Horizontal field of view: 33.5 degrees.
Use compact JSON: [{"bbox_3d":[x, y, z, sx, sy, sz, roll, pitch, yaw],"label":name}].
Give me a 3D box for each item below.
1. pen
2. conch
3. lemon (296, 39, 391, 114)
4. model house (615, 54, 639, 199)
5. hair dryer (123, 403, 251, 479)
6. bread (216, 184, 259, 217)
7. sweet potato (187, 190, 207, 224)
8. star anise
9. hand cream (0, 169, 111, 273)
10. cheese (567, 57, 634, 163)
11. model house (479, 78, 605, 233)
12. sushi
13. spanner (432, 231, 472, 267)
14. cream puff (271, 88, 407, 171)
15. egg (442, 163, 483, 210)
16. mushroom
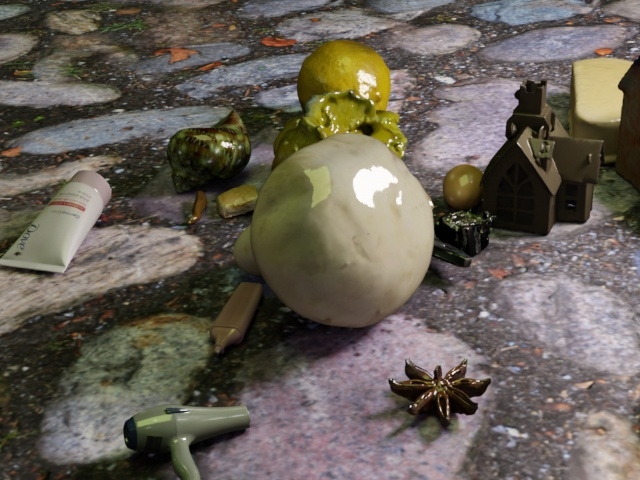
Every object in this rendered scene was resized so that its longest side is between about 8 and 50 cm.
[{"bbox_3d":[-0.131,0.122,1.642,0.053,0.032,0.197,4,27,13],"label":"pen"},{"bbox_3d":[-0.223,-0.173,2.110,0.181,0.124,0.187,-23,9,-15],"label":"conch"},{"bbox_3d":[0.050,-0.325,2.265,0.204,0.204,0.260,-10,29,-11],"label":"lemon"},{"bbox_3d":[0.681,-0.206,1.891,0.245,0.280,0.312,-8,30,-9],"label":"model house"},{"bbox_3d":[-0.140,0.272,1.355,0.167,0.067,0.199,-16,41,-33],"label":"hair dryer"},{"bbox_3d":[-0.154,-0.072,1.999,0.083,0.035,0.070,-17,30,-10],"label":"bread"},{"bbox_3d":[-0.228,-0.060,1.995,0.026,0.026,0.115,-1,33,4],"label":"sweet potato"},{"bbox_3d":[0.160,0.207,1.438,0.141,0.042,0.141,0,27,0],"label":"star anise"},{"bbox_3d":[-0.470,-0.027,1.919,0.133,0.083,0.248,3,39,17],"label":"hand cream"},{"bbox_3d":[0.634,-0.263,2.185,0.384,0.104,0.384,-3,29,2],"label":"cheese"},{"bbox_3d":[0.396,-0.163,1.881,0.204,0.243,0.211,8,30,21],"label":"model house"},{"bbox_3d":[0.250,-0.019,1.835,0.085,0.056,0.083,-28,30,-36],"label":"sushi"},{"bbox_3d":[0.137,-0.016,1.827,0.096,0.040,0.325,3,17,-41],"label":"spanner"},{"bbox_3d":[0.034,-0.189,2.017,0.282,0.185,0.282,-8,18,2],"label":"cream puff"},{"bbox_3d":[0.262,-0.094,1.944,0.080,0.080,0.096,6,44,17],"label":"egg"},{"bbox_3d":[0.000,0.000,1.656,0.314,0.314,0.336,-28,5,-38],"label":"mushroom"}]
